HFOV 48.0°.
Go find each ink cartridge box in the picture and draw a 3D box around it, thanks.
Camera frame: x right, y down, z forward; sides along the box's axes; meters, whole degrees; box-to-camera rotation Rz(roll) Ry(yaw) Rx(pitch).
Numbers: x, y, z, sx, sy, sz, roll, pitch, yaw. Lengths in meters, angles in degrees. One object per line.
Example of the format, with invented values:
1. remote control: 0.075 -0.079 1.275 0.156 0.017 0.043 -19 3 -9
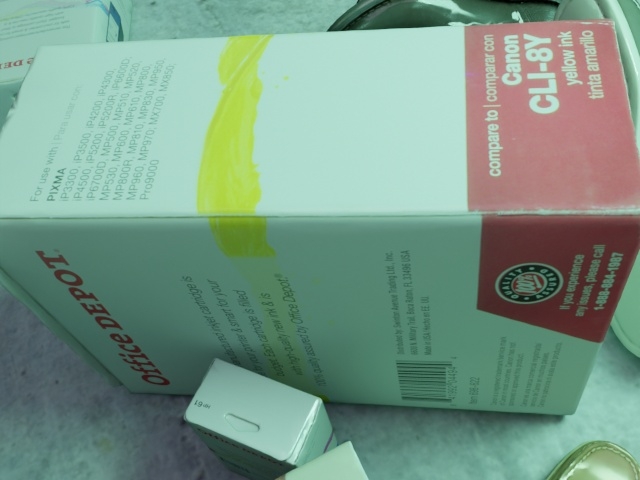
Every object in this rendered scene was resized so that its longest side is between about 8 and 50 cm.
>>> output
1. ink cartridge box: -0.038 0.146 0.537 0.089 0.122 0.052 17 62 19
2. ink cartridge box: -0.314 -0.233 0.845 0.154 0.093 0.212 -10 55 4
3. ink cartridge box: 0.000 0.000 0.530 0.385 0.279 0.160 0 57 9

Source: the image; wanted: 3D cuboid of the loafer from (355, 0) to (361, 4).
1. loafer: 0.085 -0.182 0.751 0.080 0.078 0.220 -28 59 -9

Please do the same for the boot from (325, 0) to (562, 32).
1. boot: 0.148 -0.120 0.655 0.263 0.091 0.228 -10 79 -8

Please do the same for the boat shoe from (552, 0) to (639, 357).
1. boat shoe: 0.264 -0.061 0.582 0.091 0.109 0.304 -11 86 -16

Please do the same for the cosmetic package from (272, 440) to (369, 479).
1. cosmetic package: -0.078 0.264 0.452 0.296 0.153 0.129 -24 58 -8

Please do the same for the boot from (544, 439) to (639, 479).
1. boot: 0.154 0.199 0.444 0.077 0.165 0.213 29 66 25
